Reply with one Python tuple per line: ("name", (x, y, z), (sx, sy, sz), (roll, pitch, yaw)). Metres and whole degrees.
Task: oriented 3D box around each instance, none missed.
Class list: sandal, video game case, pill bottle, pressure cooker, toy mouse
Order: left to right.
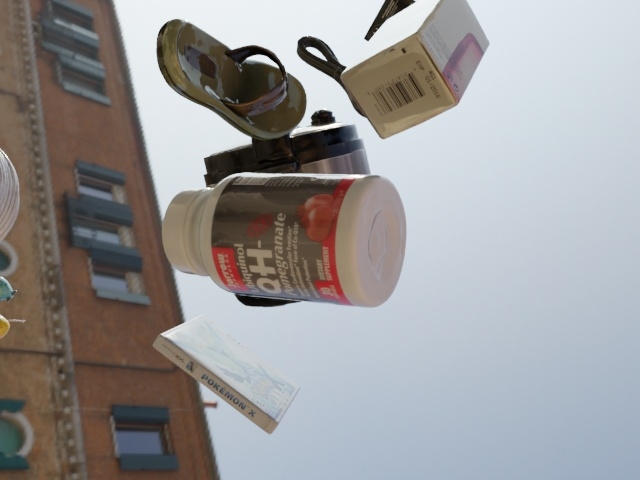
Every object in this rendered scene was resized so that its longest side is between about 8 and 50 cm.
("toy mouse", (-0.535, 0.104, 1.189), (0.031, 0.161, 0.143), (19, -62, 28))
("video game case", (-0.192, 0.280, 1.645), (0.300, 0.329, 0.036), (36, -84, 4))
("sandal", (-0.097, -0.215, 1.015), (0.086, 0.303, 0.120), (-12, -100, 28))
("pill bottle", (-0.056, -0.006, 1.043), (0.319, 0.176, 0.176), (3, -100, 29))
("pressure cooker", (-0.060, -0.097, 1.643), (0.370, 0.376, 0.420), (-3, -77, 51))

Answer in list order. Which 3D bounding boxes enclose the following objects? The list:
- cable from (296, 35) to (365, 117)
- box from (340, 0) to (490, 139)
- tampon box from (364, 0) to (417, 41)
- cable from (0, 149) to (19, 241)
("cable", (0.056, -0.317, 1.523), (0.287, 0.072, 0.139), (28, -122, 19))
("box", (0.156, -0.287, 1.186), (0.149, 0.127, 0.232), (-21, -156, 38))
("tampon box", (0.197, -0.428, 1.561), (0.161, 0.101, 0.120), (36, -72, 15))
("cable", (-0.654, -0.077, 1.287), (0.257, 0.089, 0.257), (-5, -112, 3))
